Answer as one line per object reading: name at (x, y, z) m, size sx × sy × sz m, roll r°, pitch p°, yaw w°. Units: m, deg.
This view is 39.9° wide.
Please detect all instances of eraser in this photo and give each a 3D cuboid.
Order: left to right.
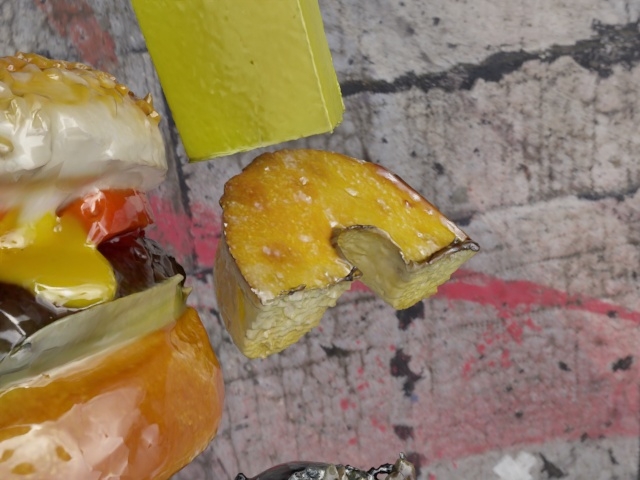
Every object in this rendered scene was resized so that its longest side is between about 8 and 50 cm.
eraser at (-0.048, -0.114, 0.507) m, size 0.097 × 0.045 × 0.122 m, roll -9°, pitch 113°, yaw 15°

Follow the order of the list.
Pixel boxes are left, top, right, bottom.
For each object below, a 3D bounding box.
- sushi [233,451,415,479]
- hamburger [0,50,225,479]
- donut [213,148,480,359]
sushi at (0.005, 0.333, 0.901) m, size 0.225 × 0.219 × 0.238 m, roll 8°, pitch 84°, yaw -7°
hamburger at (-0.229, 0.035, 0.499) m, size 0.330 × 0.330 × 0.250 m, roll -14°, pitch 96°, yaw -11°
donut at (0.001, -0.004, 0.744) m, size 0.259 × 0.152 × 0.101 m, roll -12°, pitch 145°, yaw -40°
